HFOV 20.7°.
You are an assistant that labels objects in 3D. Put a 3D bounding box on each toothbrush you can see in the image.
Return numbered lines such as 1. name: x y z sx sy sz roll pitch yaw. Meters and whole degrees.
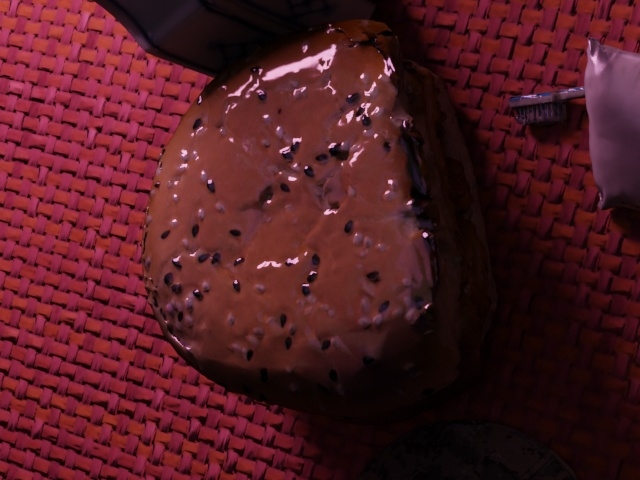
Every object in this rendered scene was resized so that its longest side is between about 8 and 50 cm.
1. toothbrush: 0.286 -0.121 1.389 0.294 0.026 0.028 -7 96 29

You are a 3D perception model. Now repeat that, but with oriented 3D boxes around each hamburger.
1. hamburger: 0.000 0.000 1.435 0.277 0.195 0.318 -20 73 23

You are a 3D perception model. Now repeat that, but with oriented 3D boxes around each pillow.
1. pillow: 0.319 -0.076 1.322 0.254 0.078 0.144 9 109 31

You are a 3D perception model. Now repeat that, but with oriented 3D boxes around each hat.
1. hat: 0.095 0.259 1.374 0.265 0.128 0.266 -8 73 29

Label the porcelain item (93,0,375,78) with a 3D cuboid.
1. porcelain item: -0.096 -0.280 1.489 0.157 0.281 0.286 -37 63 21
